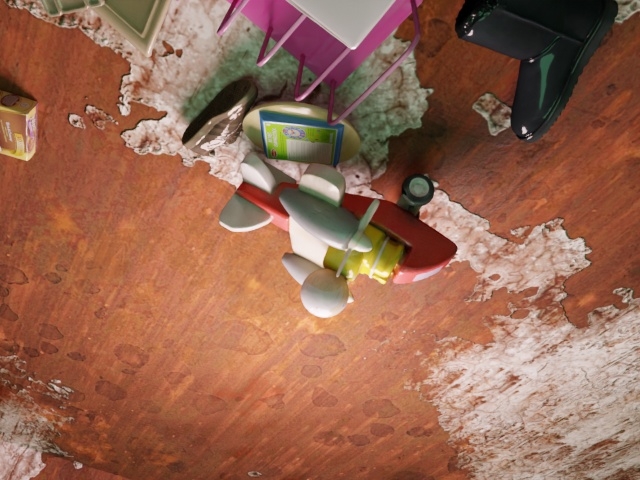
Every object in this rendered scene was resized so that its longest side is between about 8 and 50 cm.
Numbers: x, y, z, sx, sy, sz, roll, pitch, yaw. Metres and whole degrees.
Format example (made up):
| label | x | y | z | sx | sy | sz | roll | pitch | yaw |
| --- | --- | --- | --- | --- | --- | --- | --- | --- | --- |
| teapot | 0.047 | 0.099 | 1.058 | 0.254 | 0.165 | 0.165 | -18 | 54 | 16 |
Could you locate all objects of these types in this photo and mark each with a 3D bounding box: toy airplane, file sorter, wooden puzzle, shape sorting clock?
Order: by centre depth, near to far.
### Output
| label | x | y | z | sx | sy | sz | roll | pitch | yaw |
| --- | --- | --- | --- | --- | --- | --- | --- | --- | --- |
| file sorter | -0.025 | -0.334 | 0.798 | 0.291 | 0.182 | 0.202 | 35 | 126 | -23 |
| wooden puzzle | -0.280 | -0.417 | 0.799 | 0.221 | 0.044 | 0.238 | 42 | 131 | 3 |
| shape sorting clock | -0.032 | -0.183 | 0.986 | 0.207 | 0.040 | 0.206 | 5 | 163 | 2 |
| toy airplane | 0.000 | 0.000 | 1.031 | 0.385 | 0.272 | 0.386 | -7 | 154 | 42 |

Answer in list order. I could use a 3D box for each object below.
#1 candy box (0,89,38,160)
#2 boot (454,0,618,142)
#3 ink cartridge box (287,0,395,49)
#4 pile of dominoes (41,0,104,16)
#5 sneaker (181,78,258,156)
| label | x | y | z | sx | sy | sz | roll | pitch | yaw |
| --- | --- | --- | --- | --- | --- | --- | --- | --- | --- |
| candy box | -0.618 | -0.227 | 1.037 | 0.187 | 0.053 | 0.109 | 16 | 131 | -11 |
| boot | 0.294 | -0.287 | 0.868 | 0.207 | 0.094 | 0.246 | 14 | 125 | -12 |
| ink cartridge box | 0.089 | -0.385 | 0.598 | 0.129 | 0.307 | 0.223 | 34 | 141 | -12 |
| pile of dominoes | -0.351 | -0.451 | 0.782 | 0.196 | 0.040 | 0.251 | 3 | 126 | 26 |
| sneaker | -0.164 | -0.214 | 1.011 | 0.188 | 0.066 | 0.071 | -28 | 141 | 33 |
